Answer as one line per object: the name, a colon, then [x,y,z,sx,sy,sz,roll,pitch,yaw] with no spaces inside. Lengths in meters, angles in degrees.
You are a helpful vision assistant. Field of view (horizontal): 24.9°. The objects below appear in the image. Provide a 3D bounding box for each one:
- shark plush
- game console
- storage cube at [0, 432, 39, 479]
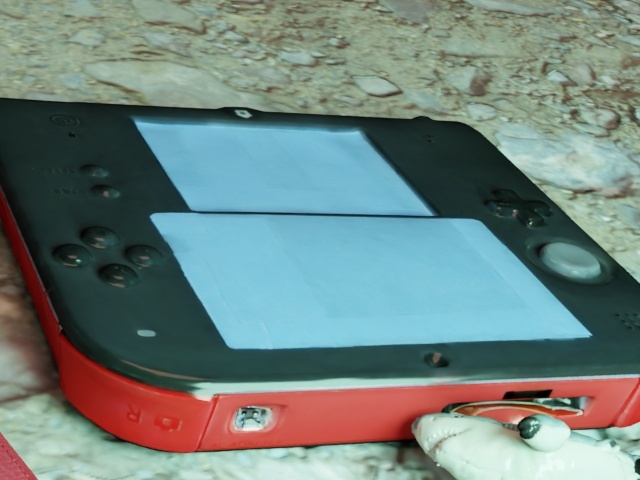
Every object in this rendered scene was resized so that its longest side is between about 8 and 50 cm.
shark plush: [0.130,0.111,0.776,0.161,0.073,0.067,-5,19,-29]
game console: [0.000,0.000,0.898,0.386,0.060,0.342,1,34,-26]
storage cube: [-0.154,0.177,0.398,0.215,0.184,0.193,-12,40,-39]
